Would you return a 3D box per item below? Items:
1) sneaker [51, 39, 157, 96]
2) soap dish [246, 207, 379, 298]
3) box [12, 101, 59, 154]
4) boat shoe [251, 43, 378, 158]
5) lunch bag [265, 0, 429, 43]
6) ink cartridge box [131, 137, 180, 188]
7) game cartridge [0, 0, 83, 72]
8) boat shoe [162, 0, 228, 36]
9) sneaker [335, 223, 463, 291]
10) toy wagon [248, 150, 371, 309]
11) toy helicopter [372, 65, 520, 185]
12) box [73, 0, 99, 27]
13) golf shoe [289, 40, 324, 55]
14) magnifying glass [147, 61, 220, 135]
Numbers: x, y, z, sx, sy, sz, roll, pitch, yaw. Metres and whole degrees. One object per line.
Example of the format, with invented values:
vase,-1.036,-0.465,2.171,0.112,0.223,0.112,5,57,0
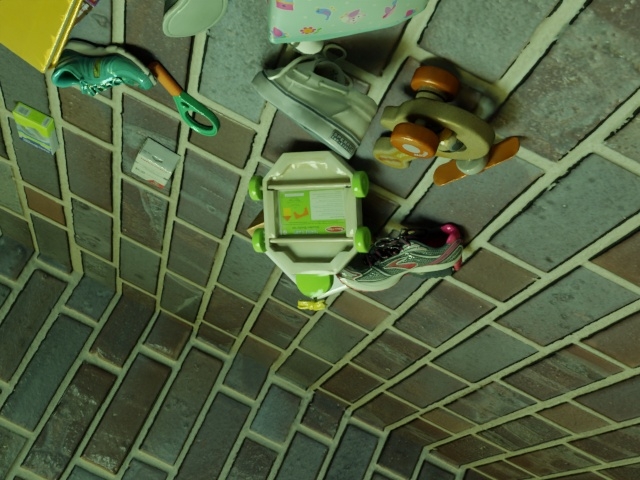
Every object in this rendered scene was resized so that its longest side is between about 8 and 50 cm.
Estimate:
sneaker,-0.475,-0.359,1.905,0.275,0.110,0.107,13,153,30
soap dish,0.000,0.000,2.071,0.228,0.118,0.291,-23,133,23
box,-0.793,-0.307,2.426,0.109,0.042,0.178,26,156,1
boat shoe,-0.002,-0.280,1.577,0.135,0.156,0.367,36,-176,-32
lunch bag,0.053,-0.402,1.221,0.262,0.160,0.223,-6,157,-9
ink cartridge box,-0.429,-0.199,2.258,0.099,0.056,0.135,31,157,-11
game cartridge,-0.579,-0.510,1.580,0.323,0.053,0.285,37,125,-1
boat shoe,-0.213,-0.447,1.495,0.114,0.091,0.302,-13,172,-28
sneaker,0.172,0.026,1.949,0.299,0.121,0.112,-13,139,-6
toy wagon,-0.020,-0.021,1.895,0.267,0.345,0.068,0,-173,23
toy helicopter,0.207,-0.181,1.614,0.234,0.140,0.355,23,169,-16
box,-0.581,-0.510,1.770,0.201,0.057,0.293,38,154,-24
golf shoe,-0.022,-0.382,1.447,0.093,0.077,0.198,11,154,30
magnifying glass,-0.307,-0.313,1.942,0.092,0.026,0.231,7,149,38
